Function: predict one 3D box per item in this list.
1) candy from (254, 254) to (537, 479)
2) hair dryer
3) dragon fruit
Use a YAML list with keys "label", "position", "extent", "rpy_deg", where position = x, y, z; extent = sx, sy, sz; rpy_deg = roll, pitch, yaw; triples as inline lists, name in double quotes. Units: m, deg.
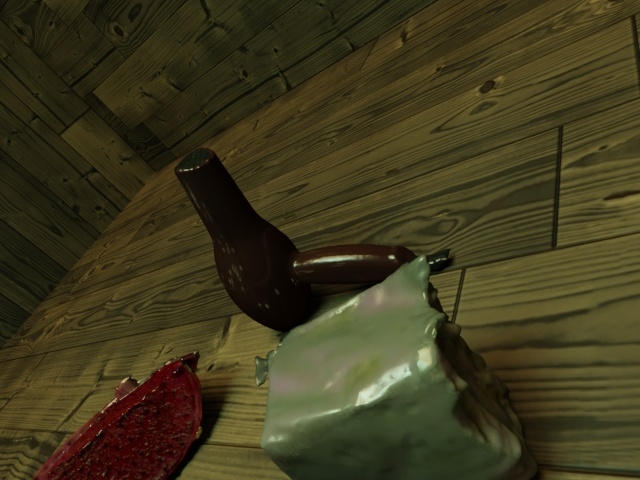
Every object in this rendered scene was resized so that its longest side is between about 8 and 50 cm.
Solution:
- label: "candy"
  position: [0.058, 0.142, 0.436]
  extent: [0.195, 0.185, 0.137]
  rpy_deg: [-31, 24, 21]
- label: "hair dryer"
  position: [0.000, 0.000, 0.678]
  extent: [0.341, 0.312, 0.123]
  rpy_deg: [-5, 40, 20]
- label: "dragon fruit"
  position: [-0.271, 0.286, 0.744]
  extent: [0.274, 0.126, 0.161]
  rpy_deg: [-40, 15, -18]
